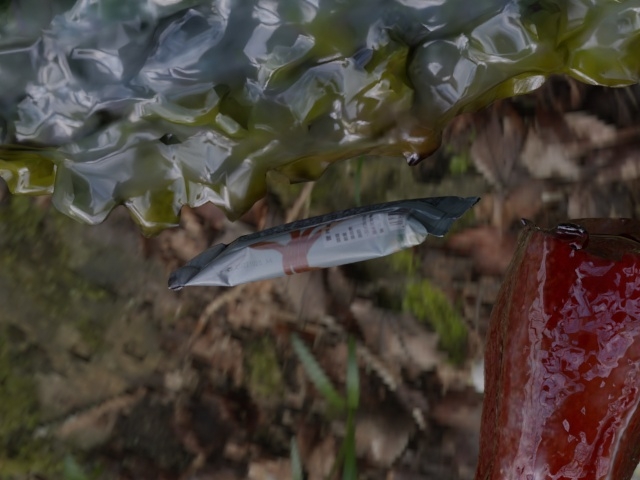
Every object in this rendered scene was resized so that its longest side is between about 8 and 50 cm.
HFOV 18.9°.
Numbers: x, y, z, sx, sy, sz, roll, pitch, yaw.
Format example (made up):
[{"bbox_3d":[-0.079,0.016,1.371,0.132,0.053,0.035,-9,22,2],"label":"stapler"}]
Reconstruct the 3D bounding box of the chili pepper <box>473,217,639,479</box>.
[{"bbox_3d":[0.128,0.106,1.012,0.136,0.144,0.252,19,88,-33],"label":"chili pepper"}]

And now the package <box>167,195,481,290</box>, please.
[{"bbox_3d":[0.000,0.000,0.662,0.110,0.037,0.015,-13,108,28],"label":"package"}]

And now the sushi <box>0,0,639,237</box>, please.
[{"bbox_3d":[-0.049,-0.201,0.672,0.397,0.240,0.351,-16,137,0],"label":"sushi"}]
